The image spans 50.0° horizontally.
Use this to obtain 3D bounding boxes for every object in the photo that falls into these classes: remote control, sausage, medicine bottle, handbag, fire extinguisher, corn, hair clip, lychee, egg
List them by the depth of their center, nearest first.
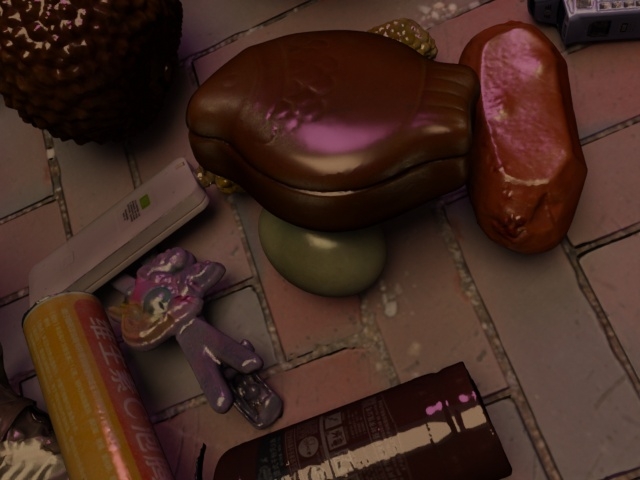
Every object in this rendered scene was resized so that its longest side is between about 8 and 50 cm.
[{"bbox_3d":[-0.196,0.228,0.667,0.108,0.108,0.426,-37,56,2],"label":"medicine bottle"},{"bbox_3d":[0.003,0.222,0.675,0.337,0.114,0.135,-23,53,7],"label":"fire extinguisher"},{"bbox_3d":[0.203,-0.110,0.718,0.133,0.133,0.258,-8,68,13],"label":"sausage"},{"bbox_3d":[0.000,0.000,0.744,0.152,0.114,0.114,28,82,20],"label":"egg"},{"bbox_3d":[-0.338,0.248,0.758,0.270,0.117,0.182,35,90,17],"label":"handbag"},{"bbox_3d":[-0.144,0.090,0.770,0.137,0.090,0.278,-45,67,-8],"label":"hair clip"},{"bbox_3d":[-0.011,-0.161,0.813,0.320,0.097,0.097,-32,67,1],"label":"corn"},{"bbox_3d":[-0.301,-0.254,0.824,0.268,0.267,0.267,-5,72,14],"label":"lychee"},{"bbox_3d":[-0.250,-0.003,0.838,0.250,0.034,0.103,-38,39,1],"label":"remote control"}]

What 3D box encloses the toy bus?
[{"bbox_3d":[0.317,-0.265,0.764,0.168,0.073,0.076,-1,75,15],"label":"toy bus"}]

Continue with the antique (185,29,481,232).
[{"bbox_3d":[0.013,-0.107,0.672,0.278,0.129,0.223,2,49,10],"label":"antique"}]
